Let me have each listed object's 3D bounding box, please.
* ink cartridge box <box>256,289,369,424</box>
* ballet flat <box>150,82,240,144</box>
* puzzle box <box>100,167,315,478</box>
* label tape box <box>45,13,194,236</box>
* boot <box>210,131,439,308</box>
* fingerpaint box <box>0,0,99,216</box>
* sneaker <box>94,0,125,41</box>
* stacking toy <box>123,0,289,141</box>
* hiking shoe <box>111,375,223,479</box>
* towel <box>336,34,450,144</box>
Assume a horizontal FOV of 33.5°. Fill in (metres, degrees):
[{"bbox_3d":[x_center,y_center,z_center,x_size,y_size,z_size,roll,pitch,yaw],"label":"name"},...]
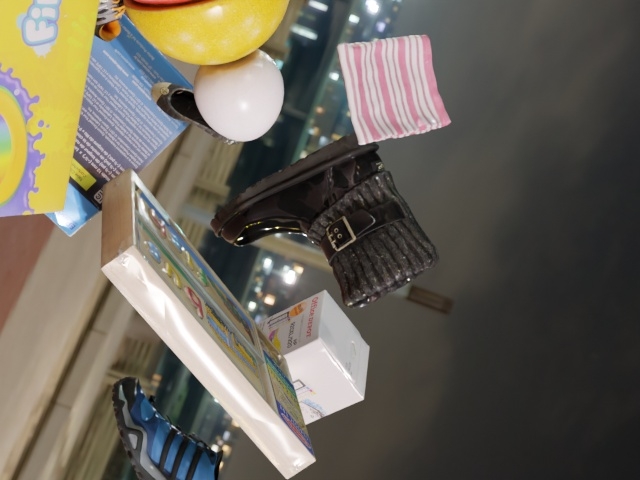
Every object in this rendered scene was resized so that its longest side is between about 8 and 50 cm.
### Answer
[{"bbox_3d":[-0.046,0.244,2.092,0.233,0.168,0.171,-27,-155,20],"label":"ink cartridge box"},{"bbox_3d":[-0.190,-0.206,1.667,0.057,0.173,0.049,-59,169,-16],"label":"ballet flat"},{"bbox_3d":[-0.156,0.109,1.458,0.052,0.409,0.272,-34,-153,6],"label":"puzzle box"},{"bbox_3d":[-0.414,-0.218,1.902,0.348,0.249,0.115,-44,-153,-2],"label":"label tape box"},{"bbox_3d":[-0.001,0.000,1.753,0.348,0.260,0.131,-27,177,28],"label":"boot"},{"bbox_3d":[-0.390,-0.290,1.059,0.163,0.371,0.444,-9,118,-51],"label":"fingerpaint box"},{"bbox_3d":[-0.300,-0.358,1.511,0.084,0.083,0.215,-52,-173,-27],"label":"sneaker"},{"bbox_3d":[-0.151,-0.338,1.295,0.350,0.351,0.480,-74,157,-55],"label":"stacking toy"},{"bbox_3d":[-0.217,0.334,1.627,0.132,0.304,0.113,-25,164,-14],"label":"hiking shoe"},{"bbox_3d":[0.106,-0.219,1.517,0.029,0.197,0.144,-12,-87,45],"label":"towel"}]
